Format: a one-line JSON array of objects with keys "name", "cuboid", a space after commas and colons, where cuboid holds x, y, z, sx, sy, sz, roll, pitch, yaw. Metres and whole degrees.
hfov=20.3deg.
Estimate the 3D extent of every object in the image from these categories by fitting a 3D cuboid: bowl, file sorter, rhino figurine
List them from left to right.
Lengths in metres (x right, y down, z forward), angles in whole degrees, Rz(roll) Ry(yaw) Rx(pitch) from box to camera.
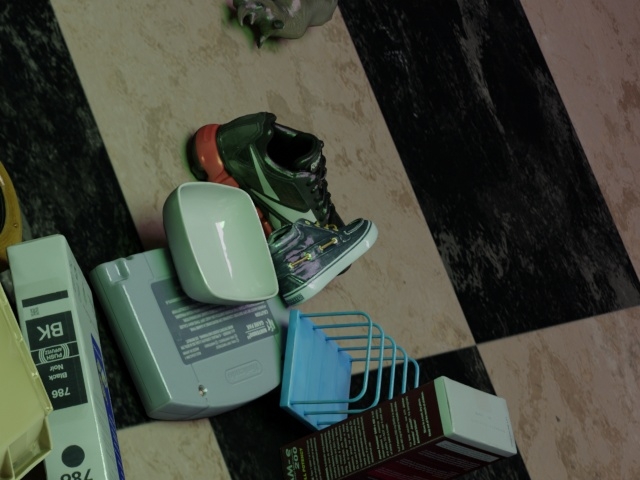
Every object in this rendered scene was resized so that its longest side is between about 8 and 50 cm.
[{"name": "bowl", "cuboid": [-0.119, 0.010, 1.985, 0.142, 0.053, 0.142, 5, 63, -56]}, {"name": "rhino figurine", "cuboid": [-0.050, -0.324, 2.434, 0.106, 0.073, 0.243, 57, 32, -3]}, {"name": "file sorter", "cuboid": [0.037, 0.162, 2.091, 0.170, 0.105, 0.118, 44, 46, -57]}]

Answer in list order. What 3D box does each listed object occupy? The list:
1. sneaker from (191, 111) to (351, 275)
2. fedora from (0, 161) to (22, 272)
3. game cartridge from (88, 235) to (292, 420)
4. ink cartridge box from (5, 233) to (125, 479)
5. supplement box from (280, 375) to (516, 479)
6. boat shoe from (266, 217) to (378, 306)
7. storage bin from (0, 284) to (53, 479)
[{"name": "sneaker", "cuboid": [-0.030, -0.058, 2.197, 0.276, 0.135, 0.097, 45, 33, -29]}, {"name": "fedora", "cuboid": [-0.370, -0.037, 1.715, 0.194, 0.079, 0.194, 47, 28, -35]}, {"name": "game cartridge", "cuboid": [-0.128, 0.097, 2.007, 0.294, 0.060, 0.196, -14, 76, -59]}, {"name": "ink cartridge box", "cuboid": [-0.230, 0.176, 1.701, 0.165, 0.065, 0.332, 84, -8, -67]}, {"name": "supplement box", "cuboid": [0.087, 0.239, 2.035, 0.130, 0.239, 0.073, 24, 48, -47]}, {"name": "boat shoe", "cuboid": [0.000, 0.000, 2.143, 0.083, 0.065, 0.183, 57, 42, -9]}, {"name": "storage bin", "cuboid": [-0.373, 0.123, 1.497, 0.262, 0.123, 0.260, -41, 114, -57]}]
